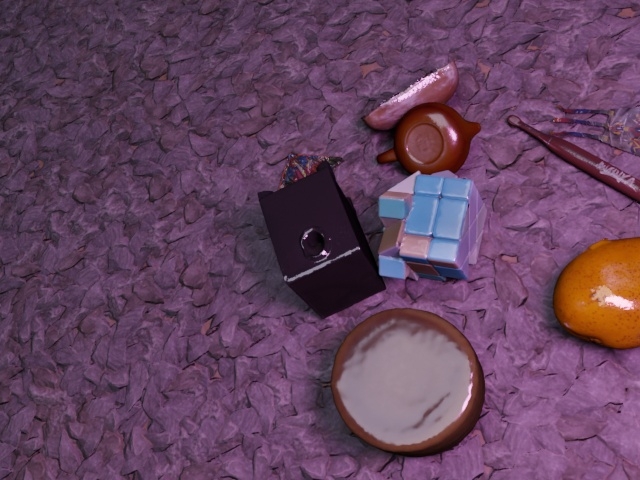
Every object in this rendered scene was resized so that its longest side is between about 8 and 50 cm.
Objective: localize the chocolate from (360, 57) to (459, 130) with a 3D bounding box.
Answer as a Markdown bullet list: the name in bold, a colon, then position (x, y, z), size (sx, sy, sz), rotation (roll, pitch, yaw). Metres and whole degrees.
- **chocolate**: position (0.224, -0.329, 1.604), size (0.261, 0.161, 0.083), rotation (-30, 94, 10)

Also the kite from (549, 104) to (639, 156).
- **kite**: position (0.632, -0.249, 1.457), size (0.245, 0.015, 0.141), rotation (12, 69, 23)

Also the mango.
- **mango**: position (0.579, 0.091, 1.237), size (0.290, 0.160, 0.191), rotation (-29, 51, -4)

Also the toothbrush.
- **toothbrush**: position (0.548, -0.184, 1.447), size (0.041, 0.041, 0.364), rotation (-47, 57, -5)

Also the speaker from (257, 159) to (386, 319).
- **speaker**: position (0.000, 0.000, 1.469), size (0.184, 0.232, 0.254), rotation (-25, 59, 8)

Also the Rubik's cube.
- **Rubik's cube**: position (0.220, -0.040, 1.408), size (0.212, 0.224, 0.266), rotation (9, 75, 27)

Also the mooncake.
- **mooncake**: position (0.174, 0.279, 1.305), size (0.284, 0.155, 0.285), rotation (-9, 61, 16)

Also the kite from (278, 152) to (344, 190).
- **kite**: position (-0.046, -0.152, 1.695), size (0.232, 0.009, 0.189), rotation (-35, 58, 5)

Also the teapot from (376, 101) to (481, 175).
- **teapot**: position (0.247, -0.221, 1.551), size (0.252, 0.135, 0.178), rotation (-16, 90, 34)
